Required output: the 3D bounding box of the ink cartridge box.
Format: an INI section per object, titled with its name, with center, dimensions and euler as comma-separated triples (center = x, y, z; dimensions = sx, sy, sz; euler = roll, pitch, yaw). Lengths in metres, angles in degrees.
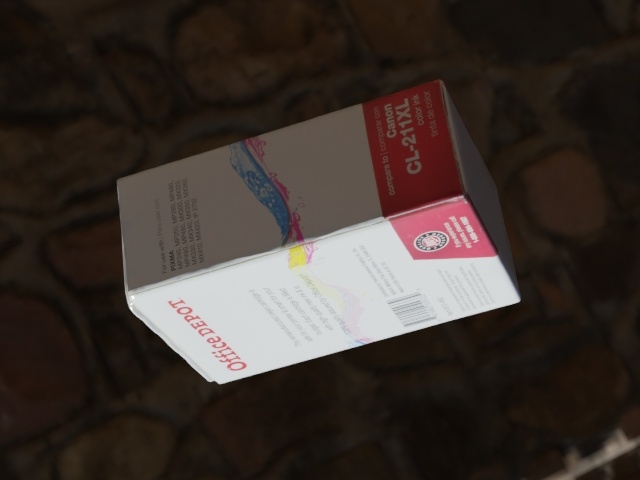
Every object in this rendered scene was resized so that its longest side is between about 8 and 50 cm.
[ink cartridge box]
center = 0.000, 0.000, 0.874
dimensions = 0.175, 0.072, 0.127
euler = -16, 152, 12
